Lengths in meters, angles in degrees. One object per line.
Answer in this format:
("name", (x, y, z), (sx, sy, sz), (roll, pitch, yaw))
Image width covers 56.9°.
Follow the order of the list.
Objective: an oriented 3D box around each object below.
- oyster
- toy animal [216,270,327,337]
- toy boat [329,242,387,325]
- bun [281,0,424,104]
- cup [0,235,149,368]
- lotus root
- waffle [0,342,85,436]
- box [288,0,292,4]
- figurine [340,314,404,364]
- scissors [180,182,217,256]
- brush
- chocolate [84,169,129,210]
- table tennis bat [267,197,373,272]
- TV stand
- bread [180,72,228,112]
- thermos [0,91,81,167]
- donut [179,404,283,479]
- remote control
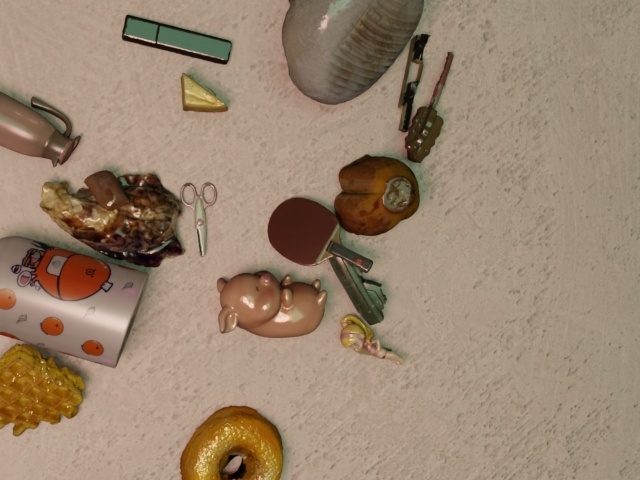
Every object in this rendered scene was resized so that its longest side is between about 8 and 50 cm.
("oyster", (-0.443, -0.052, 1.314), (0.271, 0.100, 0.275), (-30, 94, -26))
("toy animal", (-0.114, 0.149, 1.372), (0.250, 0.166, 0.153), (13, 101, -17))
("toy boat", (0.088, 0.084, 1.452), (0.085, 0.078, 0.260), (-29, 96, 9))
("bun", (0.060, -0.484, 1.314), (0.362, 0.362, 0.211), (-35, 67, -10))
("cup", (-0.550, 0.123, 1.237), (0.318, 0.212, 0.212), (18, 88, -12))
("lotus root", (0.140, -0.106, 1.411), (0.199, 0.180, 0.188), (-30, 102, -11))
("waffle", (-0.632, 0.339, 1.268), (0.229, 0.057, 0.219), (-36, 129, 11))
("box", (-0.039, -0.567, 1.417), (0.062, 0.045, 0.098), (-21, 96, -12))
("figurine", (0.126, 0.256, 1.476), (0.188, 0.083, 0.083), (28, 85, -6))
("scissors", (-0.284, -0.048, 1.388), (0.086, 0.022, 0.176), (-3, 89, -16))
("brush", (0.286, -0.341, 1.488), (0.071, 0.084, 0.300), (18, 78, 24))
("chocolate", (-0.458, -0.111, 1.264), (0.065, 0.031, 0.100), (-25, 69, -28))
("table tennis bat", (0.000, 0.000, 1.407), (0.274, 0.021, 0.154), (28, 88, 11))
("TV stand", (0.231, -0.398, 1.492), (0.042, 0.036, 0.249), (12, 89, -15))
("bread", (-0.264, -0.338, 1.351), (0.109, 0.084, 0.080), (-1, 94, -13))
("thermos", (-0.620, -0.244, 1.269), (0.193, 0.105, 0.137), (26, 55, -17))
("donut", (-0.202, 0.521, 1.389), (0.254, 0.118, 0.253), (4, 78, -22))
("remote control", (-0.330, -0.463, 1.363), (0.246, 0.025, 0.063), (10, 94, -13))
